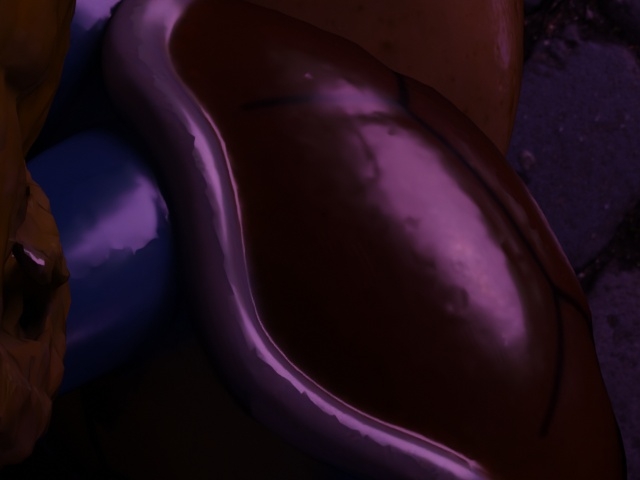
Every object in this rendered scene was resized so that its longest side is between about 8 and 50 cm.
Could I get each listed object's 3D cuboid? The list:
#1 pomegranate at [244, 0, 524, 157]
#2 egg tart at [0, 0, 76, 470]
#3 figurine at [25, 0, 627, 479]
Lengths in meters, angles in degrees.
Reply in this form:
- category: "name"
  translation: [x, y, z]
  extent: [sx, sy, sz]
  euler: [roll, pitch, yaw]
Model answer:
- category: "pomegranate"
  translation: [-0.047, -0.088, 0.884]
  extent: [0.307, 0.307, 0.307]
  euler: [42, 1, -1]
- category: "egg tart"
  translation: [-0.134, -0.073, 0.385]
  extent: [0.294, 0.123, 0.294]
  euler: [44, -5, 5]
- category: "figurine"
  translation: [-0.007, 0.039, 0.618]
  extent: [0.416, 0.243, 0.298]
  euler: [22, 8, 7]
